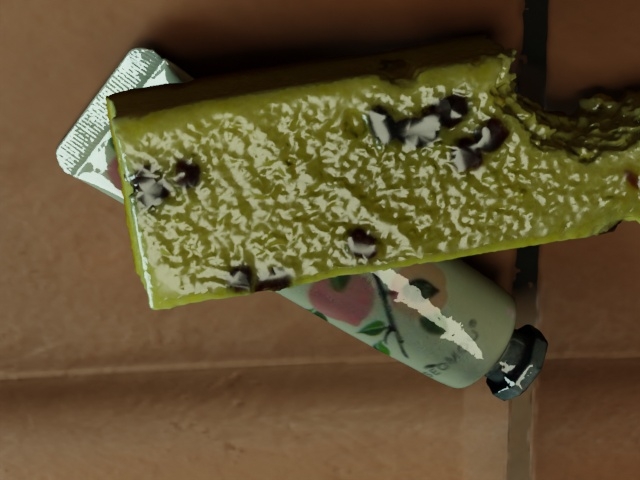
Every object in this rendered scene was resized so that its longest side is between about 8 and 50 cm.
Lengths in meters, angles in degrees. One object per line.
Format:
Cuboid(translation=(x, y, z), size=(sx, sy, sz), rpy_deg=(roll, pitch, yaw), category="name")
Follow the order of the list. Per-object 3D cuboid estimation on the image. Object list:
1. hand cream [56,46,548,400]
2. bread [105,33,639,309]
Cuboid(translation=(0.000, 0.000, 0.681), size=(0.234, 0.050, 0.080), rpy_deg=(31, 128, -18), category="hand cream")
Cuboid(translation=(0.032, -0.032, 0.624), size=(0.226, 0.049, 0.088), rpy_deg=(-10, 108, -6), category="bread")
